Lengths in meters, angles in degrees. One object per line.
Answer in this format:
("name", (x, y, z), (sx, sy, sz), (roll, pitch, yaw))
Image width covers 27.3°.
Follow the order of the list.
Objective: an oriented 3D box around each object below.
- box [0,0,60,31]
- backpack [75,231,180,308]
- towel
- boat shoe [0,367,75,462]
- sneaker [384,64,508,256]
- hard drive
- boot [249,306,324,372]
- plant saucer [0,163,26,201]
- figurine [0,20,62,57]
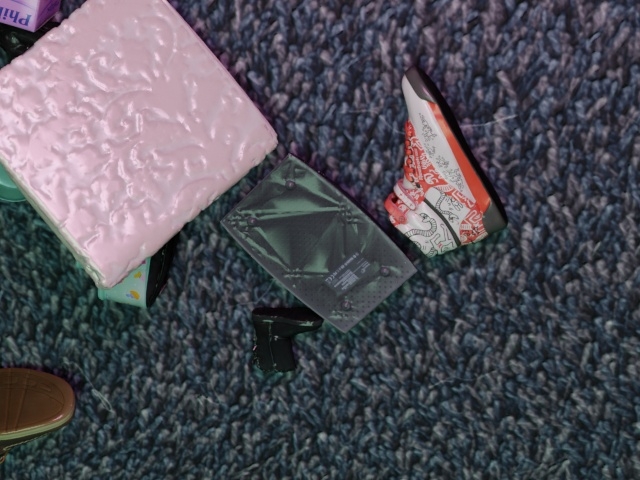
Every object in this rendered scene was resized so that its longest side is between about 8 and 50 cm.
("box", (-0.443, -0.431, 1.743), (0.214, 0.117, 0.243), (17, 117, 0))
("backpack", (-0.275, -0.002, 1.893), (0.144, 0.166, 0.188), (3, 115, 2))
("towel", (-0.266, -0.152, 1.763), (0.332, 0.053, 0.317), (-43, 99, -22))
("boat shoe", (-0.543, 0.297, 2.118), (0.342, 0.123, 0.123), (-13, 143, 8))
("sneaker", (0.140, -0.099, 1.833), (0.145, 0.090, 0.270), (-26, 112, 16))
("hard drive", (0.000, 0.000, 1.919), (0.255, 0.054, 0.172), (42, 113, -12))
("boot", (-0.051, 0.153, 2.005), (0.121, 0.045, 0.099), (2, 113, 15))
("plant saucer", (-0.457, -0.116, 1.947), (0.119, 0.021, 0.119), (3, 115, 6))
("figurine", (-0.455, -0.227, 1.857), (0.209, 0.092, 0.215), (20, 109, 7))
